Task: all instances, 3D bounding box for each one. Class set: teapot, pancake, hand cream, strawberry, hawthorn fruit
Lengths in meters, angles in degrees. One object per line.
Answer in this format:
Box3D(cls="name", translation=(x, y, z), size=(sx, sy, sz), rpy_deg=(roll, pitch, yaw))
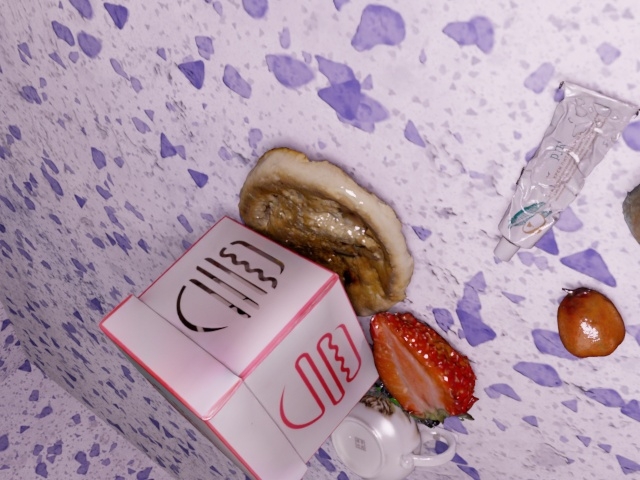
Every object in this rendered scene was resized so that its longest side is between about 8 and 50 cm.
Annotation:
Box3D(cls="teapot", translation=(0.121, 0.385, 1.265), size=(0.298, 0.139, 0.204), rpy_deg=(18, 115, 36))
Box3D(cls="pancake", translation=(0.001, -0.002, 1.048), size=(0.356, 0.065, 0.356), rpy_deg=(25, 145, 19))
Box3D(cls="hand cream", translation=(0.270, -0.068, 0.746), size=(0.084, 0.050, 0.257), rpy_deg=(30, 136, 15))
Box3D(cls="strawberry", translation=(0.164, 0.206, 1.081), size=(0.228, 0.098, 0.174), rpy_deg=(47, 144, 1))
Box3D(cls="hawthorn fruit", translation=(0.344, 0.101, 0.818), size=(0.081, 0.081, 0.093), rpy_deg=(-6, 108, 47))

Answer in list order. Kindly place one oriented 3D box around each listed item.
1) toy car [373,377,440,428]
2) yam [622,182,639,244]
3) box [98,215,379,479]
Box3D(cls="toy car", translation=(0.160, 0.280, 1.183), size=(0.165, 0.071, 0.062), rpy_deg=(36, 158, 10))
Box3D(cls="yam", translation=(0.396, -0.079, 0.577), size=(0.093, 0.093, 0.259), rpy_deg=(40, 144, 6))
Box3D(cls="box", translation=(-0.123, 0.193, 1.095), size=(0.314, 0.300, 0.312), rpy_deg=(26, 153, 39))
